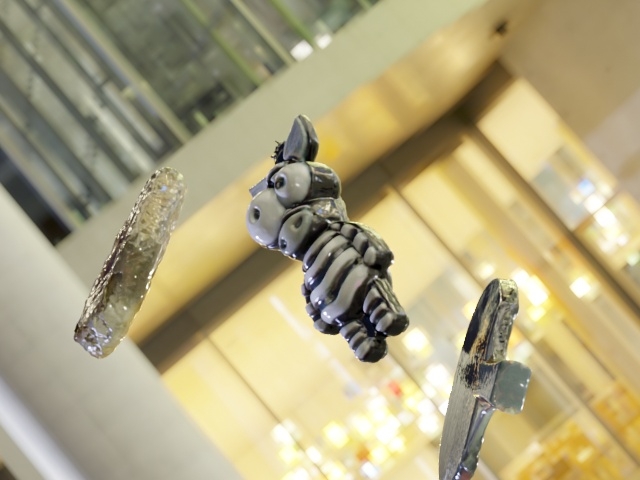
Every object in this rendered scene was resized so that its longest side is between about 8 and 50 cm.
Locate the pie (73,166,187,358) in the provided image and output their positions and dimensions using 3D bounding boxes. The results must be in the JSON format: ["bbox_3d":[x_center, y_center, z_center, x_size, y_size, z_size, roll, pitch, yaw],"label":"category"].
[{"bbox_3d":[-0.183,0.026,1.668,0.195,0.046,0.195,-62,9,16],"label":"pie"}]

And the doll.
[{"bbox_3d":[0.000,0.000,1.348,0.067,0.219,0.091,7,-50,-39],"label":"doll"}]

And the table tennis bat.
[{"bbox_3d":[0.093,0.083,1.000,0.220,0.019,0.130,118,166,-86],"label":"table tennis bat"}]
